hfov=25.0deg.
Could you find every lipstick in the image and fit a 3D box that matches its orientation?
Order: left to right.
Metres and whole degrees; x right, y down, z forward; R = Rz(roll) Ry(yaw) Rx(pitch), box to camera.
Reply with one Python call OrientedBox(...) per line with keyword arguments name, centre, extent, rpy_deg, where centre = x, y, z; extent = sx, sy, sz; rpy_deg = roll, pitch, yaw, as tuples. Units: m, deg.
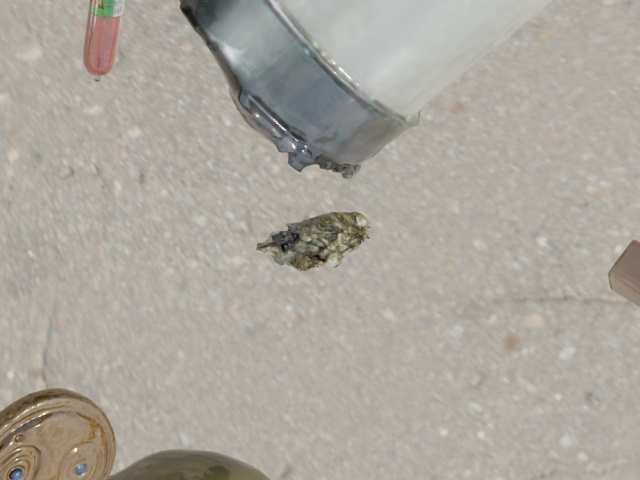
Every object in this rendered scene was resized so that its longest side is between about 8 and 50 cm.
OrientedBox(name="lipstick", centre=(0.327, 0.057, 1.276), extent=(0.045, 0.145, 0.045), rpy_deg=(-51, 151, -10))

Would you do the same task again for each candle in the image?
OrientedBox(name="candle", centre=(0.069, -0.198, 0.822), extent=(0.330, 0.187, 0.187), rpy_deg=(-40, 115, 19))

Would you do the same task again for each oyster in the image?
OrientedBox(name="oyster", centre=(0.001, -0.005, 1.710), extent=(0.148, 0.103, 0.051), rpy_deg=(-19, 114, -51))

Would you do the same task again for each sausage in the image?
OrientedBox(name="sausage", centre=(-0.168, -0.229, 1.170), extent=(0.029, 0.029, 0.223), rpy_deg=(2, 122, -18))

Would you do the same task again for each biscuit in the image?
OrientedBox(name="biscuit", centre=(-0.209, 0.186, 1.048), extent=(0.124, 0.026, 0.175), rpy_deg=(0, 118, -42))

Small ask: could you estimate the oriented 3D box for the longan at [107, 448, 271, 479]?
OrientedBox(name="longan", centre=(-0.179, 0.408, 1.691), extent=(0.288, 0.288, 0.350), rpy_deg=(33, 89, -23))
